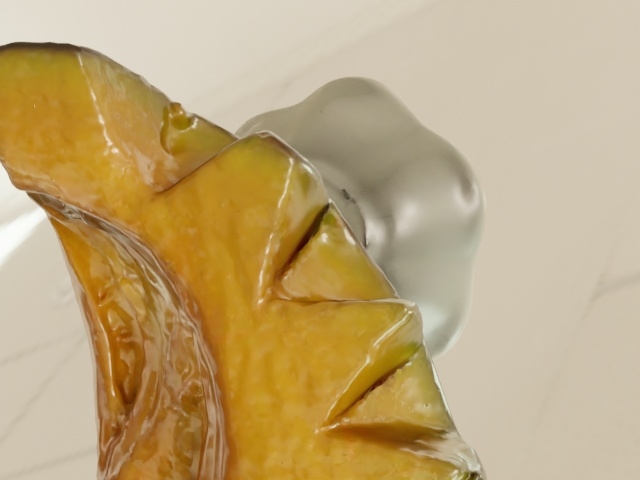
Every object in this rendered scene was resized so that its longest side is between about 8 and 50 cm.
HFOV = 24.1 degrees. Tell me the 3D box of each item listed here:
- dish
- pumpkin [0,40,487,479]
[{"bbox_3d":[0.000,0.000,1.042,0.229,0.229,0.081,-27,172,30],"label":"dish"},{"bbox_3d":[-0.014,0.064,0.459,0.130,0.254,0.149,-10,177,7],"label":"pumpkin"}]
